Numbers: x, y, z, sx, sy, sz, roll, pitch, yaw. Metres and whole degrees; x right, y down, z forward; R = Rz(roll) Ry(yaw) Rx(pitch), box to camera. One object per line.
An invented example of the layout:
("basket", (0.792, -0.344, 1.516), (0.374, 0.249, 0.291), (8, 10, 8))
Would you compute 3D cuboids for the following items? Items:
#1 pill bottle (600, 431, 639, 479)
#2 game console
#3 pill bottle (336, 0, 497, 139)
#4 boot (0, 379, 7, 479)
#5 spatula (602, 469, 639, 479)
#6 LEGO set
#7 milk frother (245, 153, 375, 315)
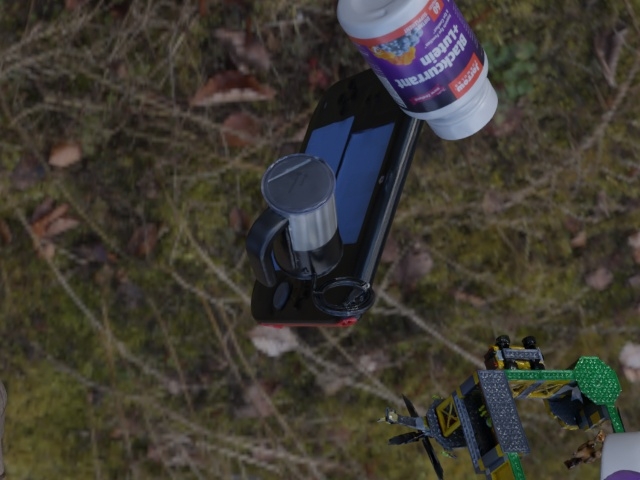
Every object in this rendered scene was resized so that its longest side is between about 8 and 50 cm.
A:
("pill bottle", (0.347, 0.201, 0.883), (0.265, 0.153, 0.153), (-4, 131, 20))
("game console", (0.025, -0.063, 1.668), (0.060, 0.386, 0.342), (21, 168, -18))
("pill bottle", (0.108, -0.194, 1.249), (0.108, 0.108, 0.193), (-28, 133, 16))
("boot", (-0.238, 0.119, 0.816), (0.042, 0.118, 0.087), (-8, 96, -6))
("spatula", (0.233, 0.130, 0.404), (0.296, 0.084, 0.030), (8, 98, 31))
("LEGO set", (0.225, 0.290, 1.313), (0.255, 0.331, 0.192), (-4, 150, -32))
("milk frother", (0.000, 0.000, 1.348), (0.143, 0.129, 0.134), (16, 150, 16))
